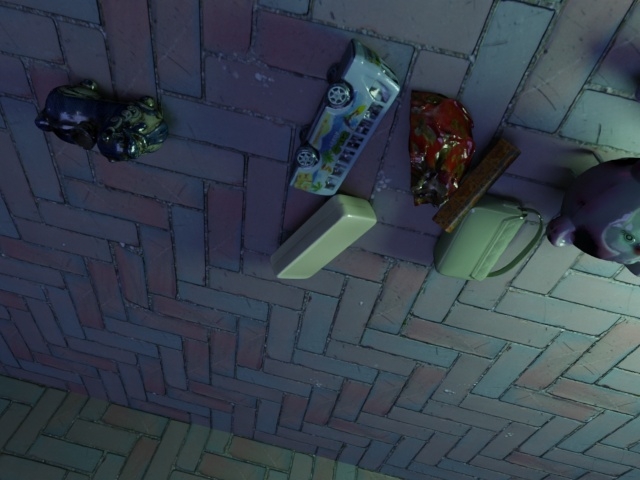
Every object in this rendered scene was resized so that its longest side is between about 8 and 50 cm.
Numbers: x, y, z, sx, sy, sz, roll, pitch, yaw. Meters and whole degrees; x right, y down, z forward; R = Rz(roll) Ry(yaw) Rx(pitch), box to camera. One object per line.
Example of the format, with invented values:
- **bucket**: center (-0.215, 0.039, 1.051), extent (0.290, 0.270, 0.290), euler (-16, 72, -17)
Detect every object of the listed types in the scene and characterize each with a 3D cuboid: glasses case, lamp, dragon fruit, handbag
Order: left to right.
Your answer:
- **glasses case**: center (0.000, 0.000, 1.090), extent (0.131, 0.070, 0.313), euler (5, 144, -42)
- **dragon fruit**: center (0.251, -0.154, 0.858), extent (0.134, 0.212, 0.262), euler (4, 136, 21)
- **glasses case**: center (0.338, -0.115, 0.894), extent (0.049, 0.075, 0.218), euler (44, 109, 18)
- **handbag**: center (0.420, 0.002, 1.032), extent (0.219, 0.079, 0.256), euler (12, 131, -5)
- **lamp**: center (0.631, -0.066, 0.842), extent (0.300, 0.248, 0.247), euler (14, 140, -29)

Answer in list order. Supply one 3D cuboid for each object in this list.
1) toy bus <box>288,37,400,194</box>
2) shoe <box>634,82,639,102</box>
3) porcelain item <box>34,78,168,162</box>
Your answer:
- **toy bus**: center (0.040, -0.247, 0.890), extent (0.135, 0.109, 0.330), euler (20, 132, -16)
- **shoe**: center (0.688, -0.234, 0.753), extent (0.244, 0.095, 0.138), euler (5, 128, 1)
- **porcelain item**: center (-0.507, -0.261, 0.952), extent (0.287, 0.186, 0.138), euler (15, 133, 3)
